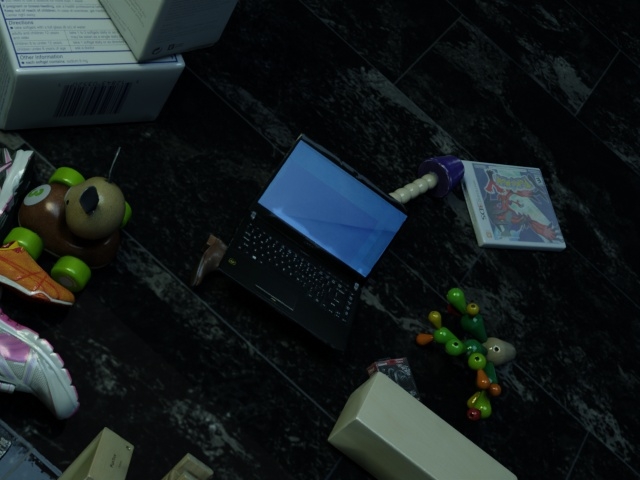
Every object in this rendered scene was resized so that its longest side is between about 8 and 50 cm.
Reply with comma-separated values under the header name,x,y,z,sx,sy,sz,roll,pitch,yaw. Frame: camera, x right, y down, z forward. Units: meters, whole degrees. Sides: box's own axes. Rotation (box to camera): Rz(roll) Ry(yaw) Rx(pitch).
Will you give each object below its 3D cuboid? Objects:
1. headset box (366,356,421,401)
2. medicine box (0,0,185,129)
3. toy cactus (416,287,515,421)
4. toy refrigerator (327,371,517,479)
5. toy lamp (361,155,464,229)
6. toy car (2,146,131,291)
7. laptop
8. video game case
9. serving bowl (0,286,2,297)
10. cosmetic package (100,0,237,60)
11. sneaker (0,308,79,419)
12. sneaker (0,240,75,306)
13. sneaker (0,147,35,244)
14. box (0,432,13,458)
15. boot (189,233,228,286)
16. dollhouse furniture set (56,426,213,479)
name,x,y,z,sx,sy,sz,roll,pitch,yaw
headset box,0.114,0.223,1.446,0.062,0.032,0.083,-4,63,-32
medicine box,-0.393,-0.336,1.427,0.263,0.149,0.289,-10,66,-34
toy cactus,0.257,0.191,1.521,0.180,0.112,0.219,9,53,-47
toy refrigerator,0.151,0.327,1.367,0.269,0.094,0.102,38,44,-5
toy lamp,0.157,-0.085,1.632,0.275,0.080,0.080,-30,79,-39
toy car,-0.328,-0.049,1.261,0.149,0.188,0.155,32,51,-9
laptop,0.000,0.000,1.440,0.234,0.136,0.264,35,34,-9
video game case,0.368,-0.067,1.774,0.201,0.023,0.183,3,60,-28
serving bowl,-0.465,0.058,1.223,0.083,0.027,0.083,14,57,-22
cosmetic package,-0.192,-0.457,1.269,0.156,0.385,0.217,-23,76,-38
sneaker,-0.415,0.147,1.157,0.252,0.103,0.111,43,67,-5
sneaker,-0.396,0.040,1.221,0.175,0.064,0.067,35,65,-38
sneaker,-0.463,-0.060,1.282,0.077,0.072,0.178,15,47,-6
box,-0.433,0.250,1.128,0.083,0.018,0.067,38,50,-4
boot,-0.136,0.053,1.409,0.114,0.037,0.106,31,49,-15
dollhouse furniture set,-0.214,0.365,1.087,0.242,0.161,0.212,39,16,-15
